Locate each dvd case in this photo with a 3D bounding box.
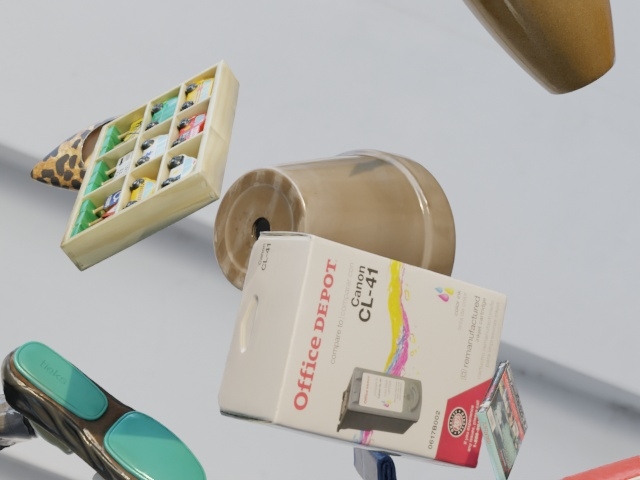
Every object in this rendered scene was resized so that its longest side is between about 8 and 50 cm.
[{"bbox_3d":[0.198,0.195,1.470,0.119,0.013,0.087,-52,-53,-61],"label":"dvd case"}]

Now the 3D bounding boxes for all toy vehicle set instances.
[{"bbox_3d":[-0.171,-0.084,1.406,0.166,0.035,0.267,-27,27,16],"label":"toy vehicle set"}]

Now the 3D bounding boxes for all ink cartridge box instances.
[{"bbox_3d":[0.057,0.135,1.613,0.131,0.306,0.226,0,76,55],"label":"ink cartridge box"}]

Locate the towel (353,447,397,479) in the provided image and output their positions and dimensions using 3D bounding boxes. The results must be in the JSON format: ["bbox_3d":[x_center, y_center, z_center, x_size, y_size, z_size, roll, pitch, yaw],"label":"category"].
[{"bbox_3d":[0.072,0.296,1.811,0.119,0.029,0.067,-139,44,-70],"label":"towel"}]

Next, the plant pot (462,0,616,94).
[{"bbox_3d":[0.351,-0.362,2.093,0.237,0.254,0.237,-28,19,10],"label":"plant pot"}]

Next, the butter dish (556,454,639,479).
[{"bbox_3d":[0.363,0.359,1.647,0.118,0.160,0.160,67,-174,-67],"label":"butter dish"}]

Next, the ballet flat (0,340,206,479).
[{"bbox_3d":[-0.250,0.223,1.548,0.095,0.280,0.096,-40,-15,-49],"label":"ballet flat"}]

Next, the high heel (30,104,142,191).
[{"bbox_3d":[-0.241,-0.129,1.642,0.186,0.261,0.093,82,174,-78],"label":"high heel"}]

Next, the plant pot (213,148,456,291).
[{"bbox_3d":[0.000,0.000,2.075,0.280,0.323,0.323,12,-76,-50],"label":"plant pot"}]

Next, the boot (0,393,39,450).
[{"bbox_3d":[-0.441,0.231,1.589,0.338,0.223,0.118,-174,71,-73],"label":"boot"}]
